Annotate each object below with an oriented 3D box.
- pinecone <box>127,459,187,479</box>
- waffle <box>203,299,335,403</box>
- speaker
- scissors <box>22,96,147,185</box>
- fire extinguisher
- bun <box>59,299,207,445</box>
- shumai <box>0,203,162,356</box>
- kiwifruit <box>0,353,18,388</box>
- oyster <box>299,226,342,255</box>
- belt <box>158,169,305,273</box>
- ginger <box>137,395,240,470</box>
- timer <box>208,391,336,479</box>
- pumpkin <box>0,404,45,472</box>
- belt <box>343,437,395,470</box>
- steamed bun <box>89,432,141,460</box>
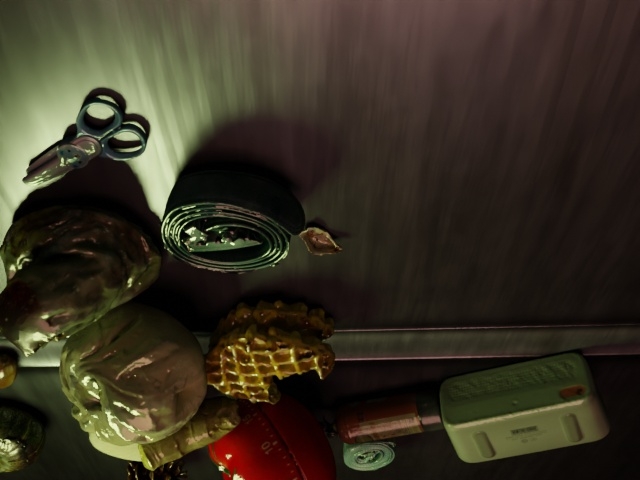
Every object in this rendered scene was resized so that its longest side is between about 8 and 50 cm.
[{"bbox_3d":[-0.516,0.743,2.023,0.207,0.208,0.208,0,139,0],"label":"pinecone"},{"bbox_3d":[-0.128,0.267,1.515,0.261,0.151,0.324,27,131,-31],"label":"waffle"},{"bbox_3d":[0.520,0.435,1.675,0.405,0.183,0.184,-17,130,18],"label":"speaker"},{"bbox_3d":[-0.428,-0.156,1.123,0.256,0.030,0.125,-23,132,21],"label":"scissors"},{"bbox_3d":[0.168,0.522,1.809,0.375,0.113,0.200,-13,124,15],"label":"fire extinguisher"},{"bbox_3d":[-0.435,0.307,1.429,0.359,0.211,0.360,9,114,21],"label":"bun"},{"bbox_3d":[-0.482,0.105,1.246,0.304,0.264,0.309,33,129,-28],"label":"shumai"},{"bbox_3d":[-0.823,0.338,1.656,0.075,0.075,0.124,19,139,-20],"label":"kiwifruit"},{"bbox_3d":[-0.002,0.002,1.298,0.051,0.034,0.093,-37,116,15],"label":"oyster"},{"bbox_3d":[-0.161,-0.036,1.194,0.267,0.116,0.207,1,142,3],"label":"belt"},{"bbox_3d":[-0.319,0.461,1.562,0.262,0.116,0.109,-26,151,-17],"label":"ginger"},{"bbox_3d":[-0.125,0.587,1.710,0.279,0.378,0.378,-28,145,-24],"label":"timer"},{"bbox_3d":[-0.922,0.582,1.865,0.237,0.159,0.238,4,141,3],"label":"pumpkin"},{"bbox_3d":[0.151,0.640,1.978,0.162,0.082,0.148,-2,128,8],"label":"belt"},{"bbox_3d":[-0.467,0.467,1.715,0.282,0.177,0.283,1,143,0],"label":"steamed bun"}]
